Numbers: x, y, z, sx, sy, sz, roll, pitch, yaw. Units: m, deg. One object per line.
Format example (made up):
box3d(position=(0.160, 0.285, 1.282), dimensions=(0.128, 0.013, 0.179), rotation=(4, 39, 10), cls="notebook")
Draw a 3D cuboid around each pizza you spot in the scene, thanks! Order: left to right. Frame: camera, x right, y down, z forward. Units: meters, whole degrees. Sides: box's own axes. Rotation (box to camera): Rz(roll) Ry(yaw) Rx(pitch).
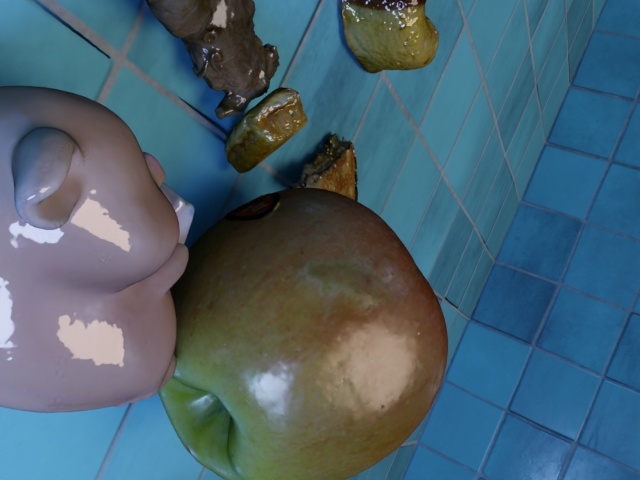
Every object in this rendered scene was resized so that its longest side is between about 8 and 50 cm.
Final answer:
box3d(position=(0.004, -0.073, 0.926), dimensions=(0.195, 0.052, 0.185), rotation=(1, 87, -65), cls="pizza")

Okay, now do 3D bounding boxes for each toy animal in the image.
box3d(position=(-0.192, 0.012, 0.481), dimensions=(0.213, 0.195, 0.256), rotation=(-14, 125, -52), cls="toy animal")

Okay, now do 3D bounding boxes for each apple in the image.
box3d(position=(-0.042, 0.116, 0.721), dimensions=(0.305, 0.338, 0.339), rotation=(-34, 141, -25), cls="apple")

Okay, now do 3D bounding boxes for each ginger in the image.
box3d(position=(-0.112, -0.231, 0.574), dimensions=(0.122, 0.084, 0.290), rotation=(-54, 151, -11), cls="ginger")

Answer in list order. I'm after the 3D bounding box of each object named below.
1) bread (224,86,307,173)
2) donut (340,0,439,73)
box3d(position=(-0.067, -0.125, 0.714), dimensions=(0.074, 0.053, 0.132), rotation=(-42, -173, -24), cls="bread")
box3d(position=(0.112, -0.359, 0.868), dimensions=(0.151, 0.112, 0.295), rotation=(-40, 141, -47), cls="donut")
